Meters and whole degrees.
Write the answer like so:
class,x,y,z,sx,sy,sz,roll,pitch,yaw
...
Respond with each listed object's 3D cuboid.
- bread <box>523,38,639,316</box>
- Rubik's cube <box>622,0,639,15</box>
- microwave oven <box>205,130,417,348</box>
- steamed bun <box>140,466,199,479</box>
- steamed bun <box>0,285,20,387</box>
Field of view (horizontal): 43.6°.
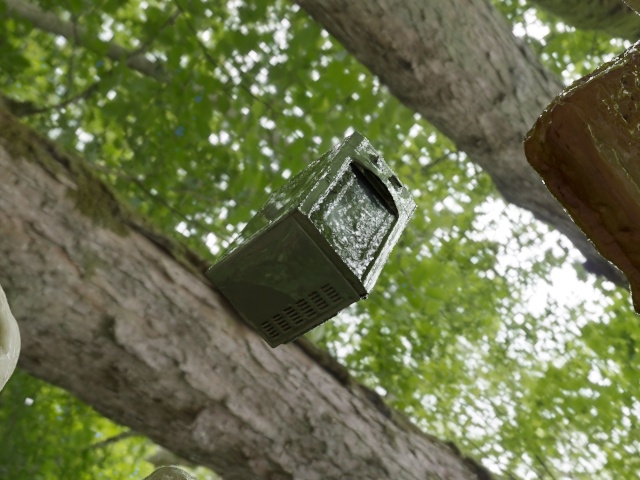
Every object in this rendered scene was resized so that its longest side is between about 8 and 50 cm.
class,x,y,z,sx,sy,sz,roll,pitch,yaw
bread,0.236,0.012,0.491,0.139,0.271,0.077,-37,-178,-21
Rubik's cube,0.447,-0.226,0.749,0.228,0.228,0.233,-31,-99,53
microwave oven,0.000,0.000,0.872,0.163,0.129,0.205,-35,-169,34
steamed bun,-0.236,0.549,1.290,0.273,0.290,0.272,-41,-132,-4
steamed bun,-0.507,0.157,0.965,0.275,0.289,0.203,-21,-104,-14
